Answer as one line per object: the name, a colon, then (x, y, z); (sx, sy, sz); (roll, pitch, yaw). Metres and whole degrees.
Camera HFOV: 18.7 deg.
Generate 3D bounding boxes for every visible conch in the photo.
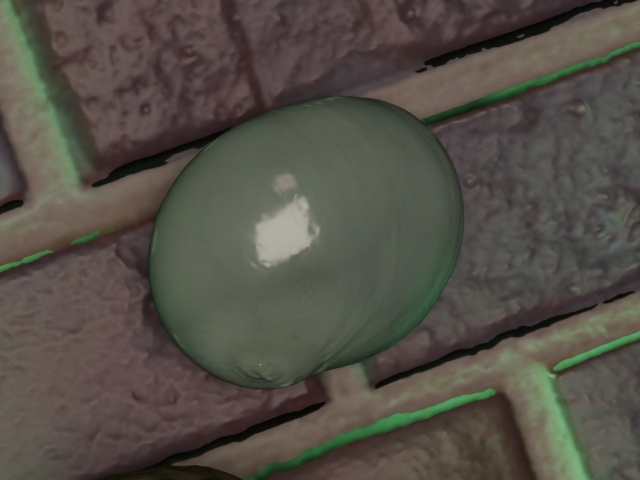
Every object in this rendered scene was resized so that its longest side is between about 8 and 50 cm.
conch: (0.001, 0.003, 1.220); (0.221, 0.121, 0.185); (-38, 123, -13)

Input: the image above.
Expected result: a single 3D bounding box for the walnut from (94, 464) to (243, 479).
walnut: (-0.083, 0.253, 1.130); (0.248, 0.248, 0.248); (0, 87, -8)
